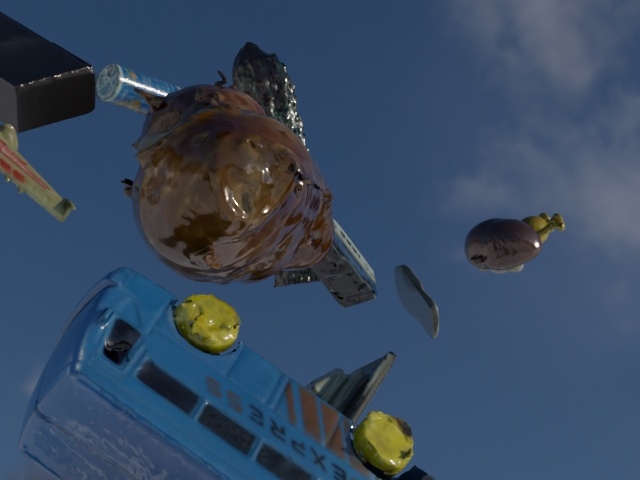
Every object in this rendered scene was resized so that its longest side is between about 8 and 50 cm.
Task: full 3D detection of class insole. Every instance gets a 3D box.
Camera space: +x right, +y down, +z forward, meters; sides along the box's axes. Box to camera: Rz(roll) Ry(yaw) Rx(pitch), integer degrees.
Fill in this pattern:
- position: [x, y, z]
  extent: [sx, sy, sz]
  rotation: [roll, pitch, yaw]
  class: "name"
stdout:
- position: [0.112, 0.068, 1.569]
  extent: [0.010, 0.192, 0.063]
  rotation: [-11, -74, -8]
  class: "insole"

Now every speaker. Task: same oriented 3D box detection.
- position: [-0.297, -0.167, 1.201]
  extent: [0.218, 0.082, 0.044]
  rotation: [33, -49, 37]
  class: "speaker"

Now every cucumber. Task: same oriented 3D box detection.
- position: [-0.056, -0.113, 1.897]
  extent: [0.096, 0.359, 0.096]
  rotation: [-12, -3, -1]
  class: "cucumber"

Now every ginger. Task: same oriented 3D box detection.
- position: [-0.107, -0.065, 1.316]
  extent: [0.254, 0.176, 0.418]
  rotation: [42, 5, 4]
  class: "ginger"

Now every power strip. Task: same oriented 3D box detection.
- position: [-0.008, 0.231, 1.860]
  extent: [0.198, 0.213, 0.064]
  rotation: [-33, -82, 34]
  class: "power strip"

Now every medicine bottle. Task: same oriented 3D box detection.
- position: [-0.204, -0.181, 1.733]
  extent: [0.051, 0.051, 0.191]
  rotation: [-21, -24, 39]
  class: "medicine bottle"

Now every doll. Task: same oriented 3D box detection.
- position: [0.327, 0.004, 2.210]
  extent: [0.188, 0.145, 0.096]
  rotation: [-14, -75, -11]
  class: "doll"

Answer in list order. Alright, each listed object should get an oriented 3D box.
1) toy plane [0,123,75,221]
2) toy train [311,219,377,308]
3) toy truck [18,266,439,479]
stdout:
- position: [-0.281, -0.084, 0.923]
  extent: [0.229, 0.244, 0.092]
  rotation: [24, -65, -31]
  class: "toy plane"
- position: [0.000, 0.000, 1.604]
  extent: [0.052, 0.051, 0.234]
  rotation: [-20, -41, 17]
  class: "toy train"
- position: [-0.065, 0.189, 1.123]
  extent: [0.385, 0.162, 0.161]
  rotation: [37, -52, -5]
  class: "toy truck"
